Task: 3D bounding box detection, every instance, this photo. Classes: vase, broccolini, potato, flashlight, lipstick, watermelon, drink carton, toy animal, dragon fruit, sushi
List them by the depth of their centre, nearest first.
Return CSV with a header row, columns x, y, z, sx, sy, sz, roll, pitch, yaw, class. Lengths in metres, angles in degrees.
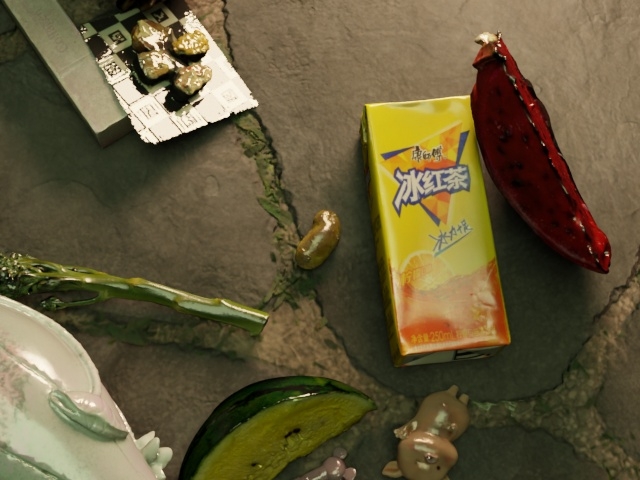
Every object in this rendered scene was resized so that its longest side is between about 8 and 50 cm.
x,y,z,sx,sy,sz,roll,pitch,yaw,class
-0.312,0.273,1.348,0.445,0.250,0.250,38,77,15,vase
-0.077,0.258,1.456,0.301,0.123,0.129,-34,101,-9,watermelon
-0.009,0.315,1.473,0.110,0.031,0.052,-25,54,-5,flashlight
0.151,0.261,1.476,0.083,0.089,0.150,26,78,27,toy animal
-0.268,0.088,1.509,0.392,0.074,0.079,14,34,0,broccolini
0.279,-0.117,1.509,0.100,0.282,0.344,-25,100,20,dragon fruit
0.150,-0.014,1.525,0.154,0.111,0.351,-6,76,-5,drink carton
0.000,0.000,1.549,0.046,0.045,0.092,17,69,39,potato
-0.210,-0.254,1.572,0.192,0.040,0.210,-26,76,-32,sushi
-0.373,-0.279,1.589,0.066,0.068,0.317,-33,79,-13,lipstick

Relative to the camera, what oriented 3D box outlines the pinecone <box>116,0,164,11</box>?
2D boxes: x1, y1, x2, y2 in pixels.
x,y,z,sx,sy,sz,roll,pitch,yaw,class
-0.245,-0.432,1.567,0.229,0.202,0.201,-39,110,11,pinecone
